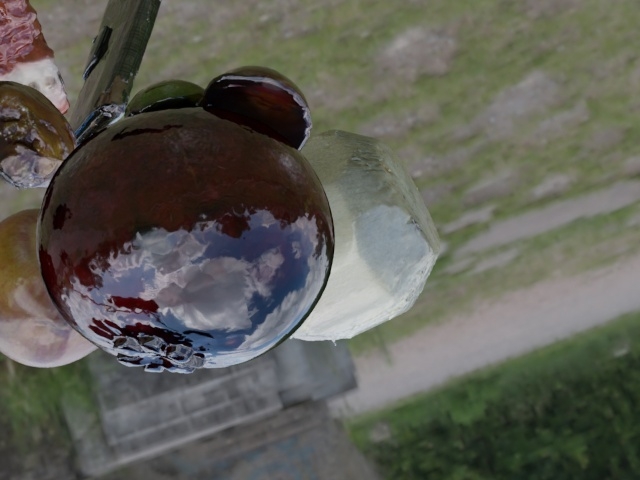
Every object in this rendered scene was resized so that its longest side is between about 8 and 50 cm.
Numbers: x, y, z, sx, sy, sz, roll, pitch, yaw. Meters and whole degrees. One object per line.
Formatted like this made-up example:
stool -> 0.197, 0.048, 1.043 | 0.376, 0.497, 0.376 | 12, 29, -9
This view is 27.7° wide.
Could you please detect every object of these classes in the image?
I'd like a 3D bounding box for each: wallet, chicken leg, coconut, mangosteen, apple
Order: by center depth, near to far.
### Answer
mangosteen -> -0.075, -0.018, 0.772 | 0.200, 0.200, 0.200 | -19, 163, -6
coconut -> 0.001, 0.002, 1.008 | 0.162, 0.161, 0.161 | -29, 162, 13
chicken leg -> -0.357, -0.130, 1.235 | 0.093, 0.304, 0.113 | -66, 157, -1
apple -> -0.352, 0.059, 1.697 | 0.211, 0.211, 0.188 | -7, 153, -39
wallet -> -0.268, -0.268, 1.739 | 0.044, 0.317, 0.169 | 26, 148, -24

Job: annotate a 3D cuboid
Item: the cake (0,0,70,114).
cake -> -0.484, -0.251, 1.512 | 0.269, 0.270, 0.319 | -29, 123, -12
